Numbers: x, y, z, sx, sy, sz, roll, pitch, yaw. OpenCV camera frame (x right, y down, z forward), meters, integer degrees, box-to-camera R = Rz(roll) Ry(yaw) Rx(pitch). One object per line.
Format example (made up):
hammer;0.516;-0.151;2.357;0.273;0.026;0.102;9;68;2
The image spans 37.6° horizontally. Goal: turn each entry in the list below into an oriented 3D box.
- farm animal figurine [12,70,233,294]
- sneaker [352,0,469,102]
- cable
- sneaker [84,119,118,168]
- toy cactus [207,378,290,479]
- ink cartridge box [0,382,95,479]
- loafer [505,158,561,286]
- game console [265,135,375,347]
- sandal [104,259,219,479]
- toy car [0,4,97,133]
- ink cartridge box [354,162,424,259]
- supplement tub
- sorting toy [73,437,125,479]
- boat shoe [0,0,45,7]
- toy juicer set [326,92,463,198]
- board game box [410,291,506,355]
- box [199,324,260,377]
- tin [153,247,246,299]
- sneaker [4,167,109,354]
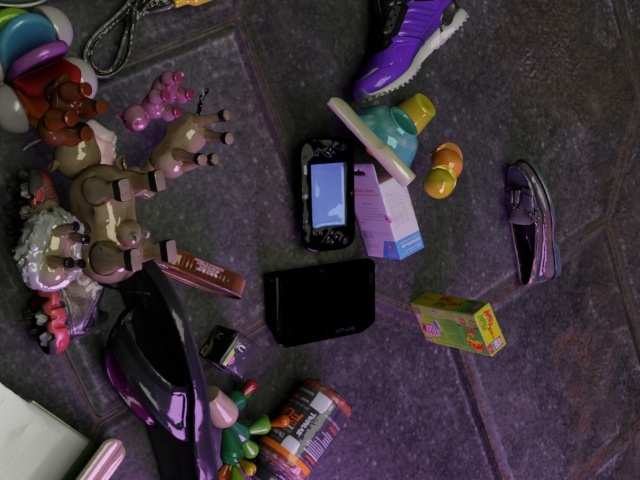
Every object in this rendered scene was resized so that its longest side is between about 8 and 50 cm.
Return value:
farm animal figurine;-0.290;-0.086;1.327;0.330;0.172;0.327;9;82;-54
sneaker;0.132;-0.375;1.698;0.293;0.102;0.146;-47;110;-25
cable;-0.268;-0.373;1.444;0.287;0.072;0.139;-46;110;-22
sneaker;-0.324;-0.126;1.436;0.070;0.051;0.134;-46;112;-16
toy cactus;-0.133;0.301;1.509;0.219;0.112;0.180;-78;152;-42
ink cartridge box;-0.483;0.294;1.337;0.255;0.097;0.189;44;71;-26
loafer;0.422;-0.030;1.911;0.084;0.096;0.268;-26;109;-23
game console;0.000;0.000;1.648;0.213;0.044;0.361;-8;102;-32
sandal;-0.250;0.237;1.437;0.107;0.167;0.446;-20;106;-37
toy car;-0.399;-0.243;1.327;0.159;0.136;0.182;-32;110;-27
ink cartridge box;0.111;-0.063;1.694;0.061;0.104;0.181;-26;107;-29
supplement tub;-0.040;0.342;1.624;0.106;0.106;0.198;48;68;-26
sorting toy;-0.358;0.372;1.380;0.038;0.208;0.193;34;72;2
boat shoe;-0.367;-0.404;1.339;0.319;0.099;0.116;-10;93;-22
toy juicer set;0.134;-0.149;1.617;0.209;0.089;0.329;57;31;11
board game box;0.254;0.154;1.757;0.043;0.181;0.092;-36;112;-26
box;-0.151;0.182;1.552;0.052;0.083;0.062;41;72;-29
tin;-0.205;0.047;1.497;0.189;0.106;0.040;26;72;-33
sneaker;-0.378;0.023;1.385;0.135;0.097;0.276;-15;104;-31
